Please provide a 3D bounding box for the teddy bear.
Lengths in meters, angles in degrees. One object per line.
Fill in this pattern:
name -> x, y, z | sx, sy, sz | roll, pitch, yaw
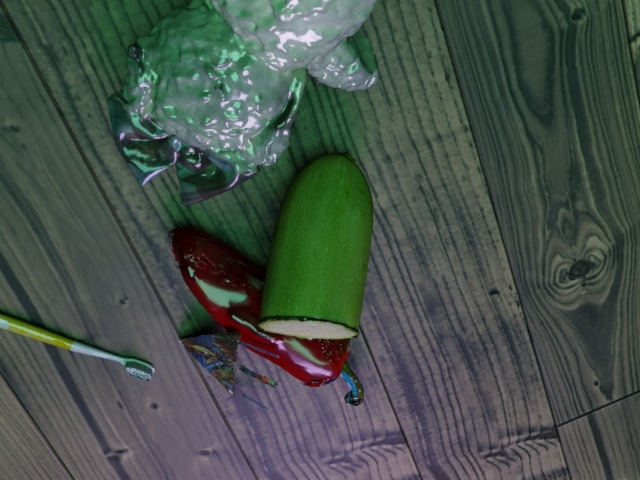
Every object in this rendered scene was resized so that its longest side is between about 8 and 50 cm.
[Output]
teddy bear -> -0.071, -0.275, 0.798 | 0.328, 0.375, 0.362 | 28, 145, -18

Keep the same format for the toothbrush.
toothbrush -> -0.369, 0.140, 0.939 | 0.288, 0.024, 0.021 | 24, 106, -18

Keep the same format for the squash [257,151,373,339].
squash -> 0.000, 0.000, 0.877 | 0.133, 0.132, 0.246 | 13, 72, -15

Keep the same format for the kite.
kite -> -0.132, 0.174, 0.970 | 0.160, 0.010, 0.182 | 23, 140, 8

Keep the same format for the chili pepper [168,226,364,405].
chili pepper -> -0.062, 0.113, 0.950 | 0.388, 0.110, 0.110 | 38, 100, -17
